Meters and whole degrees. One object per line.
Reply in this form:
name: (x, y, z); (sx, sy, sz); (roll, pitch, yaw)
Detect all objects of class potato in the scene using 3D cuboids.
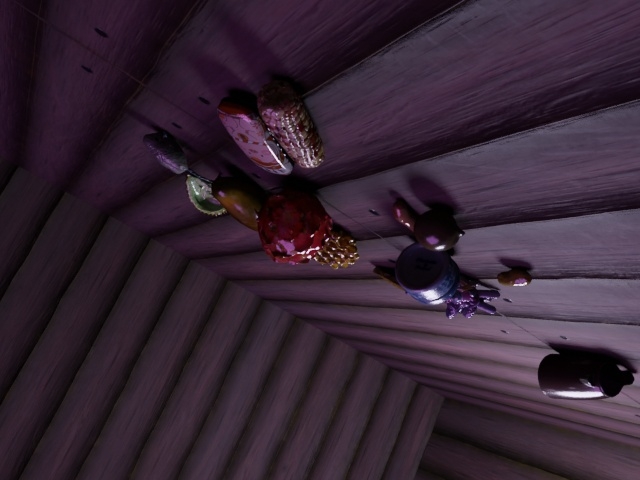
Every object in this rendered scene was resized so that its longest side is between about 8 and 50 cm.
potato: (0.473, 0.090, 1.506); (0.092, 0.046, 0.045); (-12, 105, 51)

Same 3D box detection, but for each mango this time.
mango: (-0.213, -0.106, 1.784); (0.133, 0.111, 0.267); (33, 174, 38)

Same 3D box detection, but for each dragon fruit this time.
dragon fruit: (-0.074, -0.036, 1.648); (0.210, 0.205, 0.268); (1, 177, -14)

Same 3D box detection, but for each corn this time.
corn: (-0.052, -0.217, 1.225); (0.086, 0.086, 0.253); (18, 164, 23)

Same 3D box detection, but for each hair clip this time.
hair clip: (0.359, 0.151, 1.759); (0.278, 0.137, 0.090); (18, -162, 27)

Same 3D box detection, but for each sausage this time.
sausage: (0.228, -0.036, 1.472); (0.186, 0.043, 0.043); (36, 161, -34)

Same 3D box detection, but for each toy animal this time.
toy animal: (-0.382, -0.219, 1.733); (0.253, 0.079, 0.070); (33, 163, -29)

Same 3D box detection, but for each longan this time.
longan: (0.263, -0.021, 1.373); (0.113, 0.092, 0.113); (13, 155, 6)

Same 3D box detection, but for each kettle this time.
kettle: (0.829, 0.430, 1.920); (0.202, 0.144, 0.232); (10, 169, -25)

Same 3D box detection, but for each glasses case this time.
glasses case: (-0.137, -0.224, 1.362); (0.103, 0.067, 0.267); (19, 163, 27)

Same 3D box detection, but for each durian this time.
durian: (-0.352, -0.136, 1.981); (0.215, 0.086, 0.100); (35, 148, -24)

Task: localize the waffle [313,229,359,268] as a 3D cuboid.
waffle: (0.000, 0.000, 1.903); (0.259, 0.069, 0.293); (22, 162, 3)

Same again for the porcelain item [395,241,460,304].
porcelain item: (0.278, 0.086, 1.597); (0.147, 0.147, 0.114); (13, 162, 37)

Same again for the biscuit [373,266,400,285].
biscuit: (0.272, 0.148, 1.948); (0.131, 0.026, 0.237); (31, 177, -35)
